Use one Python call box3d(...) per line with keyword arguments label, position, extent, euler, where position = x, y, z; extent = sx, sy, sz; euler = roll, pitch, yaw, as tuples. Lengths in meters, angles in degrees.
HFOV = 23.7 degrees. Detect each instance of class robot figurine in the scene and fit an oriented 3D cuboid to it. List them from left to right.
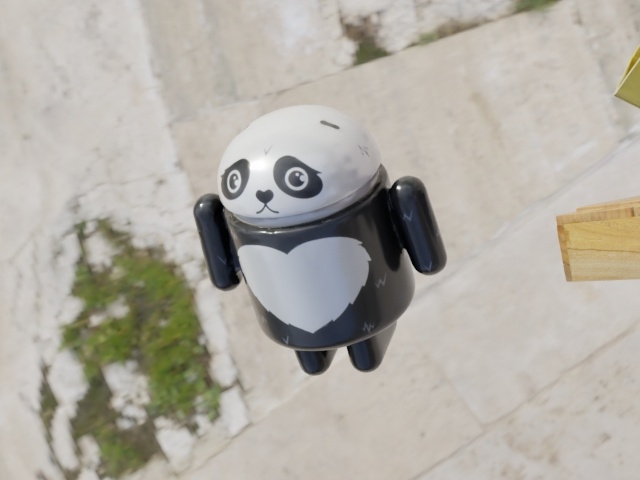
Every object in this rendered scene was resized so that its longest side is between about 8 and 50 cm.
box3d(label="robot figurine", position=(-0.002, 0.001, 1.539), extent=(0.173, 0.209, 0.278), euler=(43, 152, 59))

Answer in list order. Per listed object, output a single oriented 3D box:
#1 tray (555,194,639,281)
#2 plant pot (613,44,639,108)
box3d(label="tray", position=(0.455, -0.035, 1.462), extent=(0.203, 0.410, 0.076), euler=(174, 87, -66))
box3d(label="plant pot", position=(0.271, -0.125, 1.093), extent=(0.083, 0.081, 0.081), euler=(34, 122, 3))
